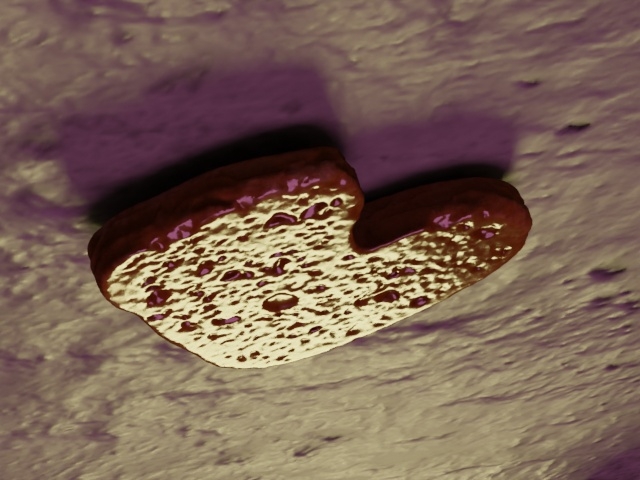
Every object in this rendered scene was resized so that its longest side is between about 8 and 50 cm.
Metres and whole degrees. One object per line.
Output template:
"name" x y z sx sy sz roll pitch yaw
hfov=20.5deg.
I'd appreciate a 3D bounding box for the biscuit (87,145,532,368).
"biscuit" 0.000 0.000 0.866 0.186 0.036 0.192 -25 153 14
